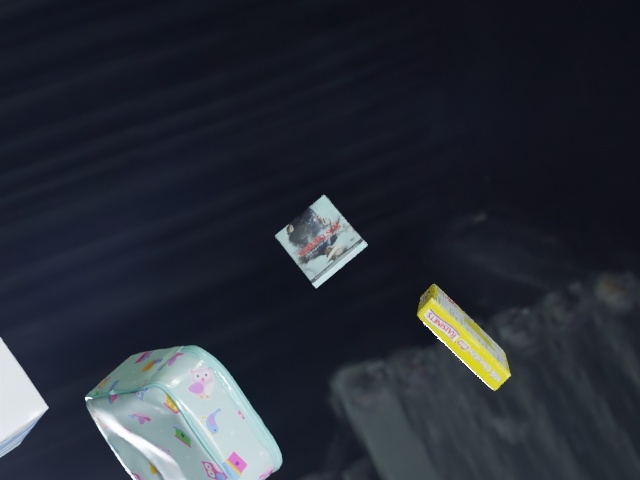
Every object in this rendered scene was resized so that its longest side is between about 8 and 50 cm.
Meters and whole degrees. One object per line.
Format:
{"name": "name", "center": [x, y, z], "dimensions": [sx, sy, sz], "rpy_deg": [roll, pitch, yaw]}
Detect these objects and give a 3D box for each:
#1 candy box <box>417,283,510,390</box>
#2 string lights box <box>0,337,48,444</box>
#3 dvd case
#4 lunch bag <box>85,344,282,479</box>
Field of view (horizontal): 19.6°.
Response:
{"name": "candy box", "center": [0.141, 0.093, 1.832], "dimensions": [0.105, 0.027, 0.206], "rpy_deg": [42, 5, 2]}
{"name": "string lights box", "center": [-0.323, 0.167, 1.608], "dimensions": [0.077, 0.133, 0.259], "rpy_deg": [55, -18, 2]}
{"name": "dvd case", "center": [0.000, 0.000, 2.389], "dimensions": [0.013, 0.087, 0.119], "rpy_deg": [50, 1, -43]}
{"name": "lunch bag", "center": [-0.183, 0.256, 2.472], "dimensions": [0.224, 0.108, 0.279], "rpy_deg": [54, -29, -12]}
